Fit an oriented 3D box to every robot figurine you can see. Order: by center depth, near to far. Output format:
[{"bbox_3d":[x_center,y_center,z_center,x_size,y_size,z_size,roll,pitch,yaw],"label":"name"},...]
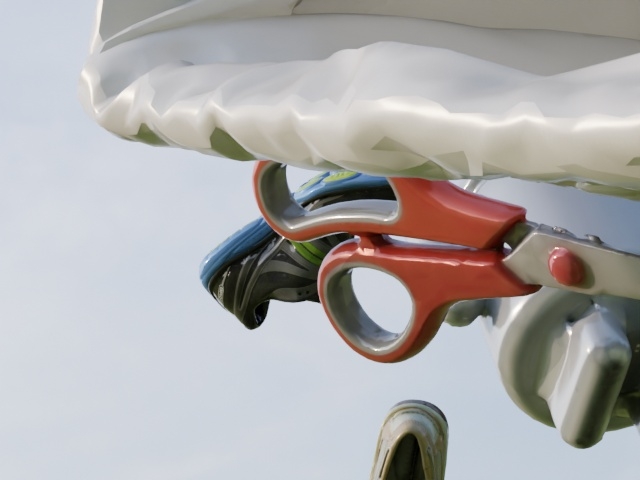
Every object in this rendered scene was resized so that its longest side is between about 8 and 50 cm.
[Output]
[{"bbox_3d":[0.225,0.025,1.657,0.300,0.353,0.199,6,-53,-16],"label":"robot figurine"}]

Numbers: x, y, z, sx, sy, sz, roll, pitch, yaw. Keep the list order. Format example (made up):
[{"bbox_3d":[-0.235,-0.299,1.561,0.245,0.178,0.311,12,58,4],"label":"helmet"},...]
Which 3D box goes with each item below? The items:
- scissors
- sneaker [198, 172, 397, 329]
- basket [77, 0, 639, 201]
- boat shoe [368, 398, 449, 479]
[{"bbox_3d":[0.075,-0.002,0.704,0.021,0.109,0.297,-31,16,-33],"label":"scissors"},{"bbox_3d":[0.000,0.000,1.310,0.188,0.078,0.067,-35,2,31],"label":"sneaker"},{"bbox_3d":[0.132,-0.168,0.531,0.266,0.331,0.328,7,0,-34],"label":"basket"},{"bbox_3d":[0.055,0.211,1.345,0.068,0.190,0.072,2,13,7],"label":"boat shoe"}]
